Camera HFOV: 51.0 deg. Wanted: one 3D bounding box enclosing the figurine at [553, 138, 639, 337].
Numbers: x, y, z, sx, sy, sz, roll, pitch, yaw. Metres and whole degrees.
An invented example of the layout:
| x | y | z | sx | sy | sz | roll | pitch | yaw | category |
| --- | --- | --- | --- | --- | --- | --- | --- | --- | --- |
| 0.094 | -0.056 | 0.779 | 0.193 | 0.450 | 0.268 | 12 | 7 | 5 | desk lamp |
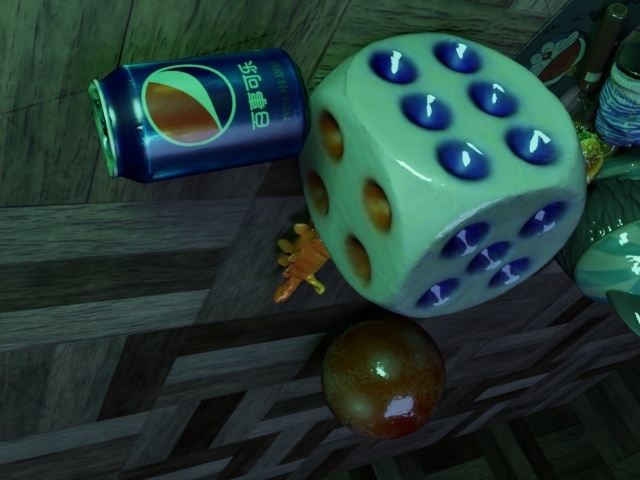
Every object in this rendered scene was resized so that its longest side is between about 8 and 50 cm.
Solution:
| x | y | z | sx | sy | sz | roll | pitch | yaw | category |
| --- | --- | --- | --- | --- | --- | --- | --- | --- | --- |
| 0.596 | -0.008 | 1.148 | 0.266 | 0.378 | 0.361 | 4 | 141 | -41 | figurine |

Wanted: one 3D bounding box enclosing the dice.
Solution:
| x | y | z | sx | sy | sz | roll | pitch | yaw | category |
| --- | --- | --- | --- | --- | --- | --- | --- | --- | --- |
| 0.134 | -0.073 | 0.806 | 0.243 | 0.259 | 0.251 | -15 | 149 | -20 | dice |

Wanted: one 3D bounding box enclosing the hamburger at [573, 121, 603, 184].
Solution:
| x | y | z | sx | sy | sz | roll | pitch | yaw | category |
| --- | --- | --- | --- | --- | --- | --- | --- | --- | --- |
| 0.384 | -0.118 | 1.097 | 0.166 | 0.087 | 0.137 | -33 | 150 | 13 | hamburger |

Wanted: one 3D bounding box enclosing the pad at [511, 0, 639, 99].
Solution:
| x | y | z | sx | sy | sz | roll | pitch | yaw | category |
| --- | --- | --- | --- | --- | --- | --- | --- | --- | --- |
| 0.355 | -0.278 | 0.903 | 0.170 | 0.006 | 0.245 | 8 | 137 | -44 | pad |

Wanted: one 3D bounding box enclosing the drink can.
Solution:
| x | y | z | sx | sy | sz | roll | pitch | yaw | category |
| --- | --- | --- | --- | --- | --- | --- | --- | --- | --- |
| -0.118 | -0.125 | 0.672 | 0.204 | 0.118 | 0.118 | -14 | 149 | -20 | drink can |

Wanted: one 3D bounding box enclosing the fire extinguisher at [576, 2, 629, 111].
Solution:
| x | y | z | sx | sy | sz | roll | pitch | yaw | category |
| --- | --- | --- | --- | --- | --- | --- | --- | --- | --- |
| 0.391 | -0.257 | 0.933 | 0.049 | 0.035 | 0.173 | -57 | 162 | -25 | fire extinguisher |

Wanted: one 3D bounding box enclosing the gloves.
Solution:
| x | y | z | sx | sy | sz | roll | pitch | yaw | category |
| --- | --- | --- | --- | --- | --- | --- | --- | --- | --- |
| 0.457 | -0.199 | 0.992 | 0.097 | 0.119 | 0.229 | -39 | 149 | 8 | gloves |

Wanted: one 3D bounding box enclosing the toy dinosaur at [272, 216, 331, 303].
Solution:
| x | y | z | sx | sy | sz | roll | pitch | yaw | category |
| --- | --- | --- | --- | --- | --- | --- | --- | --- | --- |
| 0.000 | 0.000 | 1.019 | 0.117 | 0.070 | 0.288 | 10 | 130 | -46 | toy dinosaur |

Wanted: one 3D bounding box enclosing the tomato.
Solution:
| x | y | z | sx | sy | sz | roll | pitch | yaw | category |
| --- | --- | --- | --- | --- | --- | --- | --- | --- | --- |
| 0.137 | 0.293 | 1.411 | 0.265 | 0.265 | 0.265 | -19 | 150 | -11 | tomato |
